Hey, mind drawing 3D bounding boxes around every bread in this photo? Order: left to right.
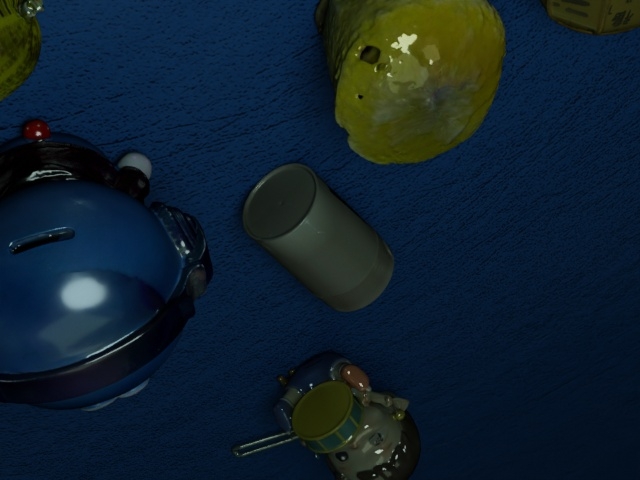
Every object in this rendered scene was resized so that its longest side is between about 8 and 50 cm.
[{"bbox_3d":[0.090,-0.189,1.120,0.197,0.170,0.197,-13,138,-12],"label":"bread"}]

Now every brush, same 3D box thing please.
[{"bbox_3d":[-0.004,0.285,1.647,0.266,0.027,0.062,-16,128,-8],"label":"brush"}]

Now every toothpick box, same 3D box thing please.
[{"bbox_3d":[0.000,0.000,1.311,0.111,0.111,0.180,-36,135,12],"label":"toothpick box"}]

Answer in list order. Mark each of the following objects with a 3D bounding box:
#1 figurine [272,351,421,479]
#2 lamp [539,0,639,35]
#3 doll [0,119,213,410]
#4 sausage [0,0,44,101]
[{"bbox_3d":[0.055,0.280,1.549,0.161,0.158,0.275,-29,127,18],"label":"figurine"},{"bbox_3d":[0.291,-0.312,1.106,0.161,0.161,0.185,-12,135,-13],"label":"lamp"},{"bbox_3d":[-0.253,0.032,1.084,0.284,0.310,0.240,-18,135,-7],"label":"doll"},{"bbox_3d":[-0.397,-0.134,0.992,0.347,0.123,0.123,-29,137,6],"label":"sausage"}]
